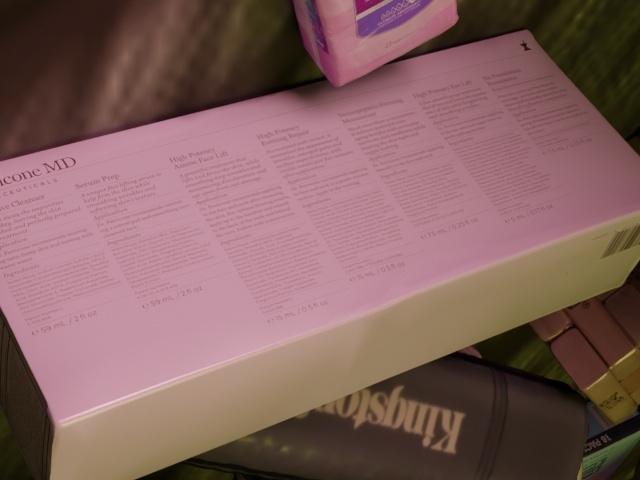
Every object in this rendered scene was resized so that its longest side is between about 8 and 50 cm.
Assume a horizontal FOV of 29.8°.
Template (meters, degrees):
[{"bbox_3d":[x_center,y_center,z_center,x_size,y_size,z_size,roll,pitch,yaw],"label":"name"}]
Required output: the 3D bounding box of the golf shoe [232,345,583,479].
[{"bbox_3d":[0.082,0.119,0.680,0.273,0.105,0.120,2,127,-47],"label":"golf shoe"}]

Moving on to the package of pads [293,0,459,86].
[{"bbox_3d":[0.015,-0.089,0.370,0.050,0.032,0.083,-33,151,-9],"label":"package of pads"}]

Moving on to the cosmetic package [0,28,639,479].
[{"bbox_3d":[0.000,0.000,0.421,0.239,0.099,0.060,-17,149,-27],"label":"cosmetic package"}]

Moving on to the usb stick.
[{"bbox_3d":[0.023,0.077,0.538,0.278,0.045,0.077,20,92,-39],"label":"usb stick"}]

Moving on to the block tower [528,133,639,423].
[{"bbox_3d":[0.247,-0.051,0.603,0.335,0.091,0.097,-39,151,7],"label":"block tower"}]

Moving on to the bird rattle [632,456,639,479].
[{"bbox_3d":[0.312,0.175,0.942,0.253,0.143,0.207,-58,177,16],"label":"bird rattle"}]

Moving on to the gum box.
[{"bbox_3d":[0.152,0.204,0.934,0.157,0.041,0.184,-19,147,-27],"label":"gum box"}]
